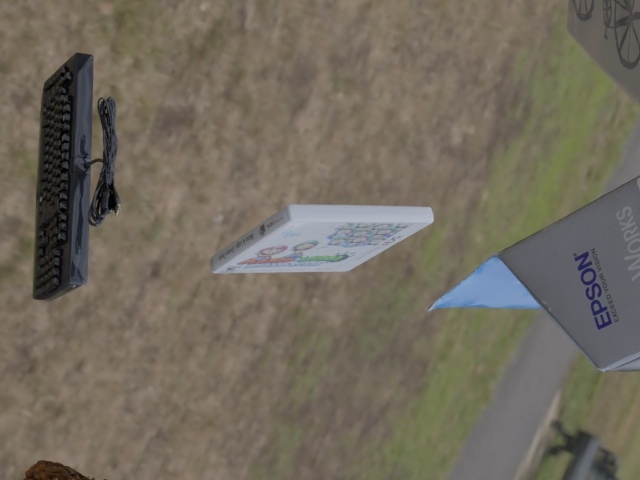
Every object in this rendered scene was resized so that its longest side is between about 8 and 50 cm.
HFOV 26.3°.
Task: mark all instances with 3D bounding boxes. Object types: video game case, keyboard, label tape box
[{"bbox_3d":[0.000,0.000,1.249,0.157,0.143,0.019,0,71,-35],"label":"video game case"},{"bbox_3d":[-0.310,-0.089,1.719,0.033,0.201,0.317,14,63,-39],"label":"keyboard"},{"bbox_3d":[0.280,0.019,0.884,0.249,0.115,0.347,6,150,-45],"label":"label tape box"}]

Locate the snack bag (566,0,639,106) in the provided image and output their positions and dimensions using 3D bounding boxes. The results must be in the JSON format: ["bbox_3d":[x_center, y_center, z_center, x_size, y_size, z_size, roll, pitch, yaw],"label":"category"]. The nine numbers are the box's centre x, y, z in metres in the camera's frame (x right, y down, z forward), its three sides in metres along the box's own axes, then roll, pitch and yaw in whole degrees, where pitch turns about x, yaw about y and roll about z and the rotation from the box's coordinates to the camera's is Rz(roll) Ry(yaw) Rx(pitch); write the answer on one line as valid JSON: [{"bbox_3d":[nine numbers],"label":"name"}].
[{"bbox_3d":[0.251,-0.288,1.085,0.323,0.037,0.342,-98,-174,-68],"label":"snack bag"}]

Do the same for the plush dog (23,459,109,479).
[{"bbox_3d":[-0.153,0.233,0.740,0.225,0.262,0.210,-18,169,-36],"label":"plush dog"}]
